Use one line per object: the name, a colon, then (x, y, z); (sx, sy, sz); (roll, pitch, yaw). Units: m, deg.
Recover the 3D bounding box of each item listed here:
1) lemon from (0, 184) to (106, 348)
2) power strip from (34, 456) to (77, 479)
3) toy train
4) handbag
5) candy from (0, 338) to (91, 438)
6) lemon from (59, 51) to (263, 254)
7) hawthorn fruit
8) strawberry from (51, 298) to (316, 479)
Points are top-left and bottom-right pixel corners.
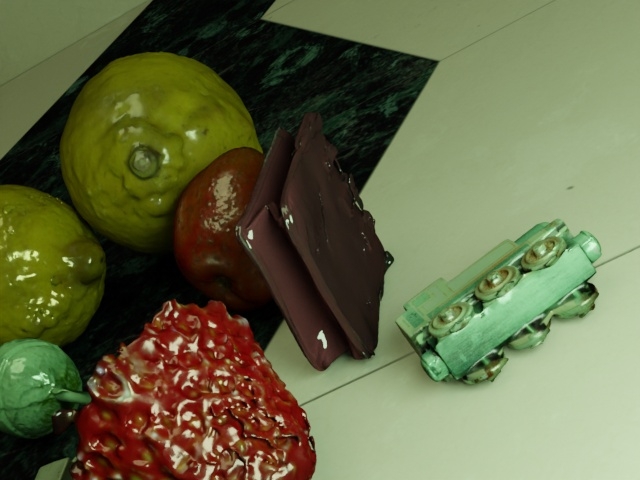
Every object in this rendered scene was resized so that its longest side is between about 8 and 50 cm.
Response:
lemon: (-0.418, 0.046, 1.645); (0.319, 0.245, 0.245); (-9, 34, 31)
power strip: (-0.262, 0.291, 1.210); (0.042, 0.075, 0.175); (-21, 27, 20)
toy train: (0.164, 0.052, 1.135); (0.194, 0.081, 0.125); (-37, 21, -3)
handbag: (-0.003, 0.001, 1.272); (0.074, 0.203, 0.216); (-17, 31, 20)
candy: (-0.230, 0.179, 1.365); (0.439, 0.119, 0.119); (2, 42, 42)
lemon: (-0.212, -0.115, 1.626); (0.285, 0.316, 0.285); (-4, 65, 8)
hawthorn fruit: (-0.087, -0.009, 1.442); (0.189, 0.189, 0.189); (-27, 26, 14)
strawberry: (-0.091, 0.175, 1.087); (0.178, 0.234, 0.234); (23, 57, 37)
